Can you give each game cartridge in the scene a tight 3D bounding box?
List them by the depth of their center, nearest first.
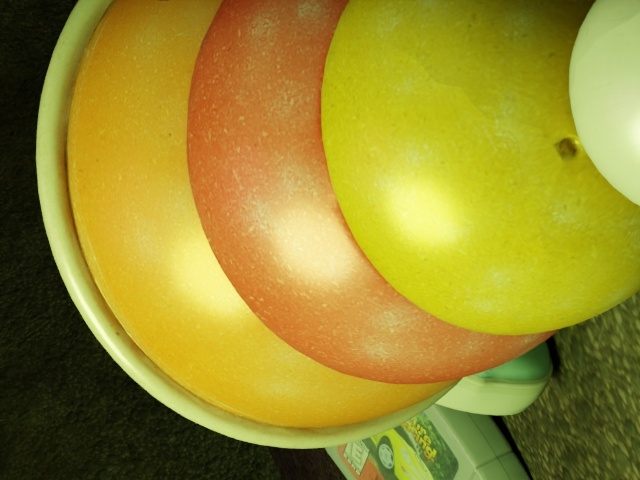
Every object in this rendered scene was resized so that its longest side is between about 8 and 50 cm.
[{"bbox_3d":[0.090,0.198,1.465,0.294,0.060,0.196,50,138,30],"label":"game cartridge"}]

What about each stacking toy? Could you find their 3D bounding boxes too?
[{"bbox_3d":[0.089,-0.061,0.784,0.480,0.350,0.350,-8,103,60],"label":"stacking toy"}]

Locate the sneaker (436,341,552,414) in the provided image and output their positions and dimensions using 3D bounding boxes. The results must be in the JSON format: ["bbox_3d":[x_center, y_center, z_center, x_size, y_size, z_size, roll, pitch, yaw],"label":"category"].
[{"bbox_3d":[0.056,-0.007,1.097,0.366,0.150,0.135,34,-147,-22],"label":"sneaker"}]
